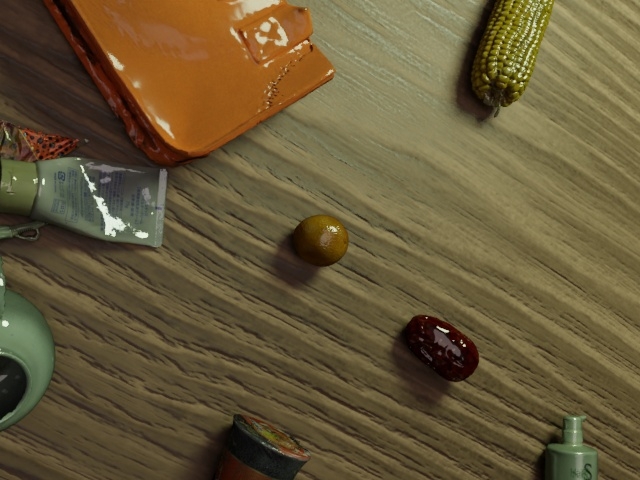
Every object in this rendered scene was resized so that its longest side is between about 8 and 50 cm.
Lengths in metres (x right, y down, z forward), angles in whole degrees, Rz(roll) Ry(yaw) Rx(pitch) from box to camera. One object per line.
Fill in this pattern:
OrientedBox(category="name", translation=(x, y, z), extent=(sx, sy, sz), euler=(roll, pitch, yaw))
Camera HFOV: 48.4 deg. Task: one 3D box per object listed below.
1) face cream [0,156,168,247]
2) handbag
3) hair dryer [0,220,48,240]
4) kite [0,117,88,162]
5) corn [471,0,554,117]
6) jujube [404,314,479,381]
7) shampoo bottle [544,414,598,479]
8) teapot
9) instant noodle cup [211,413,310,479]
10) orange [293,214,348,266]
OrientedBox(category="face cream", translation=(-0.318, -0.057, 0.963), extent=(0.224, 0.070, 0.114), euler=(7, 85, -32))
OrientedBox(category="handbag", translation=(-0.201, -0.333, 0.988), extent=(0.303, 0.116, 0.410), euler=(-35, 100, -21))
OrientedBox(category="hair dryer", translation=(-0.474, -0.023, 0.906), extent=(0.167, 0.067, 0.199), euler=(50, 62, -5))
OrientedBox(category="kite", translation=(-0.436, -0.107, 0.941), extent=(0.222, 0.008, 0.125), euler=(16, 82, -19))
OrientedBox(category="corn", translation=(0.327, -0.358, 1.186), extent=(0.101, 0.101, 0.311), euler=(23, 81, -18))
OrientedBox(category="jujube", translation=(0.190, 0.166, 1.125), extent=(0.129, 0.077, 0.077), euler=(39, 75, -5))
OrientedBox(category="shampoo bottle", translation=(0.416, 0.425, 1.185), extent=(0.085, 0.085, 0.263), euler=(4, 85, -20))
OrientedBox(category="teapot", translation=(-0.413, 0.149, 0.847), extent=(0.193, 0.129, 0.295), euler=(4, 109, -39))
OrientedBox(category="instant noodle cup", translation=(-0.097, 0.331, 0.992), extent=(0.127, 0.127, 0.136), euler=(29, 86, -17))
OrientedBox(category="orange", translation=(0.000, 0.000, 1.062), extent=(0.085, 0.085, 0.085), euler=(1, 87, -20))
